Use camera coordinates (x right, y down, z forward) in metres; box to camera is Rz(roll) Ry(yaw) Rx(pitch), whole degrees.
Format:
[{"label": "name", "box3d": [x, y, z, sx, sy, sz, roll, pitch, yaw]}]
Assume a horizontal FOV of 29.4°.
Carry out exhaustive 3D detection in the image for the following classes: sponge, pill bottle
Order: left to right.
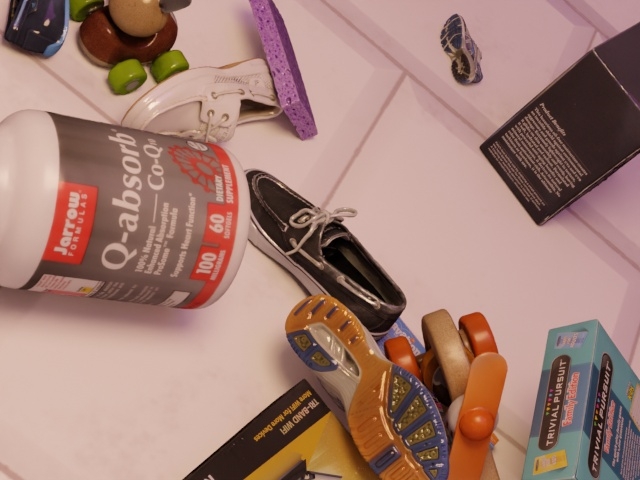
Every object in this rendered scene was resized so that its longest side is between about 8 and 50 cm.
[{"label": "pill bottle", "box3d": [-0.284, -0.038, 1.436, 0.363, 0.210, 0.210, 8, 58, -32]}, {"label": "sponge", "box3d": [-0.056, -0.266, 1.825, 0.117, 0.031, 0.210, 52, 20, -66]}]

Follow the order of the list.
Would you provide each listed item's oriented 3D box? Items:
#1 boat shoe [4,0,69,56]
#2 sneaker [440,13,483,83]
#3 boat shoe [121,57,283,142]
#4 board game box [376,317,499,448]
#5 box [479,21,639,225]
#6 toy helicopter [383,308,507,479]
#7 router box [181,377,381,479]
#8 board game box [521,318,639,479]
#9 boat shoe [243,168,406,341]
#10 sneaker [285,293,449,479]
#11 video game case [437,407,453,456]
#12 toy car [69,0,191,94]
[{"label": "boat shoe", "box3d": [-0.390, -0.376, 1.652, 0.089, 0.109, 0.258, 7, 56, -29]}, {"label": "sneaker", "box3d": [0.250, -0.330, 2.129, 0.058, 0.052, 0.135, 9, 64, -43]}, {"label": "boat shoe", "box3d": [-0.151, -0.182, 1.702, 0.277, 0.098, 0.096, -25, 77, -44]}, {"label": "board game box", "box3d": [0.118, 0.209, 1.693, 0.281, 0.027, 0.145, 51, 48, 3]}, {"label": "box", "box3d": [0.477, -0.213, 2.041, 0.296, 0.294, 0.182, -31, 83, -44]}, {"label": "toy helicopter", "box3d": [0.200, 0.259, 1.550, 0.140, 0.235, 0.355, -17, 86, -5]}, {"label": "router box", "box3d": [-0.051, 0.346, 1.444, 0.243, 0.081, 0.309, 51, 46, 2]}, {"label": "board game box", "box3d": [0.397, 0.311, 1.637, 0.336, 0.079, 0.254, 50, 41, -30]}, {"label": "boat shoe", "box3d": [-0.003, 0.002, 1.669, 0.113, 0.105, 0.306, -24, 69, -40]}, {"label": "sneaker", "box3d": [0.073, 0.196, 1.542, 0.296, 0.112, 0.131, 56, 1, 24]}, {"label": "video game case", "box3d": [0.186, 0.293, 1.661, 0.087, 0.011, 0.122, 21, 52, -23]}, {"label": "toy car", "box3d": [-0.236, -0.319, 1.666, 0.149, 0.188, 0.155, -22, 77, -42]}]
